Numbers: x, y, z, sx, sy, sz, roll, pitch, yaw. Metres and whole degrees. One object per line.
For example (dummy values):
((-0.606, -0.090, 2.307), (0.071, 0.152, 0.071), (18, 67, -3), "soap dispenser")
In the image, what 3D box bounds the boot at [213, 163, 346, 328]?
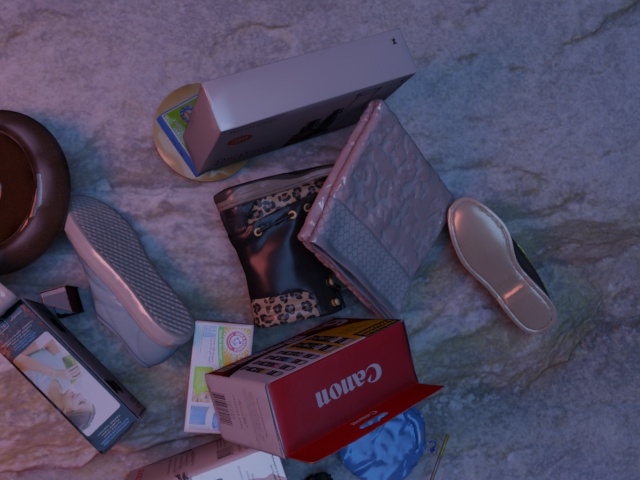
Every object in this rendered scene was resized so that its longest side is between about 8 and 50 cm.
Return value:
((0.000, 0.000, 1.262), (0.378, 0.138, 0.283), (-12, 90, -21), "boot")

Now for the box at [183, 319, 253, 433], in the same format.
((-0.191, 0.254, 1.207), (0.114, 0.103, 0.202), (5, 82, -9), "box")

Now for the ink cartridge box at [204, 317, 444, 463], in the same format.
((0.009, 0.241, 1.101), (0.310, 0.272, 0.129), (-19, 96, -38), "ink cartridge box")

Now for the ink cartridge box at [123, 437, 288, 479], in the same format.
((-0.202, 0.437, 1.131), (0.273, 0.198, 0.114), (-18, 87, -12), "ink cartridge box")

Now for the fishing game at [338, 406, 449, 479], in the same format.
((0.120, 0.392, 1.279), (0.264, 0.041, 0.189), (21, 71, -1), "fishing game")

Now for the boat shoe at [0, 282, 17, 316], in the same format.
((-0.608, 0.041, 1.076), (0.268, 0.096, 0.088), (35, 61, 29), "boat shoe")

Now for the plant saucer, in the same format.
((-0.607, -0.090, 1.156), (0.311, 0.050, 0.310), (-1, 85, 10), "plant saucer")

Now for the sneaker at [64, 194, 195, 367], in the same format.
((-0.392, 0.082, 1.185), (0.150, 0.135, 0.365), (-46, 71, 22), "sneaker")

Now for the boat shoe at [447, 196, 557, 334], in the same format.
((0.379, 0.046, 1.343), (0.117, 0.097, 0.324), (-37, 88, 18), "boat shoe")

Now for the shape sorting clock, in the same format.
((-0.234, -0.220, 1.296), (0.207, 0.040, 0.206), (3, 80, -18), "shape sorting clock")

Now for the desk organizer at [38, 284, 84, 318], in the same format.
((-0.469, 0.113, 1.163), (0.047, 0.130, 0.050), (-16, 87, -13), "desk organizer")

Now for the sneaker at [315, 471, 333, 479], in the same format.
((-0.017, 0.556, 1.200), (0.106, 0.078, 0.234), (-2, 89, 6), "sneaker")

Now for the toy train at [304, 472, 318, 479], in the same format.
((-0.059, 0.508, 1.235), (0.158, 0.027, 0.036), (-37, 86, -13), "toy train")

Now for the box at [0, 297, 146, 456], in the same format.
((-0.444, 0.239, 1.133), (0.087, 0.169, 0.290), (-44, 90, -15), "box")

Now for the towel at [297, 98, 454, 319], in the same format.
((0.125, -0.047, 1.228), (0.332, 0.054, 0.316), (45, 66, -42), "towel")

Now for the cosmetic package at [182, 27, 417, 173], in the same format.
((-0.050, -0.252, 1.187), (0.378, 0.284, 0.097), (-21, 87, -19), "cosmetic package")
